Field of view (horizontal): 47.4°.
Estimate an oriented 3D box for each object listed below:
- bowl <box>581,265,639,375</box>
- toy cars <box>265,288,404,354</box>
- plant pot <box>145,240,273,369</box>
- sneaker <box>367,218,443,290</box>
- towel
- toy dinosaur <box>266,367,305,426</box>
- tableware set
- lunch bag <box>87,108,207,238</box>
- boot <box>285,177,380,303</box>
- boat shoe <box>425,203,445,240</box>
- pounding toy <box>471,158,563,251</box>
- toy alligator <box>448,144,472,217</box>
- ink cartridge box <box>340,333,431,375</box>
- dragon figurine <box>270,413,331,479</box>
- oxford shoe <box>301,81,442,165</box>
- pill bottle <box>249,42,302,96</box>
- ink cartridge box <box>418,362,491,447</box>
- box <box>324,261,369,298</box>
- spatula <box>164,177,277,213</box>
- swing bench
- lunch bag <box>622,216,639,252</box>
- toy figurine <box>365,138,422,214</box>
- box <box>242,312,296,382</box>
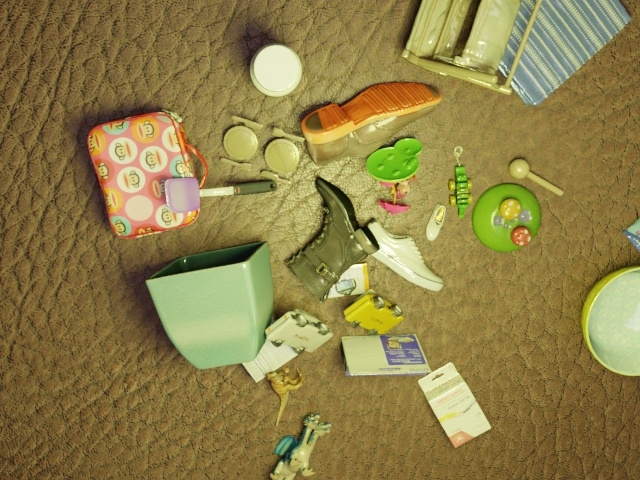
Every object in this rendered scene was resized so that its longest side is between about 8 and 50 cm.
[{"bbox_3d":[0.804,0.192,1.914,0.290,0.156,0.289,-1,101,-5],"label":"bowl"},{"bbox_3d":[0.034,0.192,1.838,0.394,0.087,0.176,-10,143,-23],"label":"toy cars"},{"bbox_3d":[-0.238,0.164,1.758,0.247,0.248,0.252,-11,100,9],"label":"plant pot"},{"bbox_3d":[0.218,0.038,1.871,0.258,0.094,0.091,32,101,-9],"label":"sneaker"},{"bbox_3d":[0.581,-0.530,1.827,0.336,0.040,0.243,-41,99,2],"label":"towel"},{"bbox_3d":[-0.098,0.389,1.928,0.112,0.064,0.211,-24,134,-10],"label":"toy dinosaur"},{"bbox_3d":[-0.145,-0.231,1.822,0.194,0.039,0.128,18,111,-2],"label":"tableware set"},{"bbox_3d":[-0.405,-0.165,1.771,0.258,0.120,0.293,-12,101,-3],"label":"lunch bag"},{"bbox_3d":[0.000,0.000,1.841,0.229,0.091,0.263,-38,76,19],"label":"boot"},{"bbox_3d":[0.301,-0.046,1.891,0.035,0.035,0.100,19,98,-8],"label":"boat shoe"},{"bbox_3d":[0.507,-0.073,1.865,0.183,0.110,0.236,34,97,-10],"label":"pounding toy"},{"bbox_3d":[0.361,-0.148,1.868,0.056,0.051,0.189,-5,101,-4],"label":"toy alligator"},{"bbox_3d":[0.162,0.304,1.859,0.207,0.208,0.045,-1,108,-4],"label":"ink cartridge box"},{"bbox_3d":[-0.077,0.585,1.956,0.085,0.144,0.289,37,115,-12],"label":"dragon figurine"},{"bbox_3d":[0.131,-0.290,1.810,0.364,0.130,0.132,-18,134,-8],"label":"oxford shoe"},{"bbox_3d":[-0.105,-0.395,1.699,0.121,0.221,0.121,-1,101,-4],"label":"pill bottle"},{"bbox_3d":[0.360,0.444,1.972,0.115,0.067,0.198,-31,101,2],"label":"ink cartridge box"},{"bbox_3d":[0.056,0.104,1.906,0.136,0.028,0.081,-6,101,-1],"label":"box"},{"bbox_3d":[-0.236,-0.119,1.769,0.297,0.030,0.084,-8,99,-29],"label":"spatula"},{"bbox_3d":[0.362,-0.512,1.732,0.255,0.165,0.253,24,101,25],"label":"swing bench"},{"bbox_3d":[0.940,-0.022,1.814,0.221,0.293,0.138,-43,101,4],"label":"lunch bag"},{"bbox_3d":[0.195,-0.146,1.829,0.130,0.173,0.159,23,143,28],"label":"toy figurine"},{"bbox_3d":[-0.147,0.275,1.898,0.137,0.072,0.126,-34,100,2],"label":"box"}]
